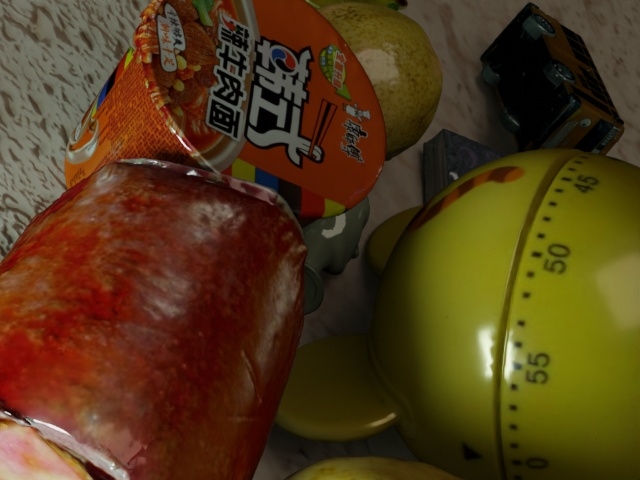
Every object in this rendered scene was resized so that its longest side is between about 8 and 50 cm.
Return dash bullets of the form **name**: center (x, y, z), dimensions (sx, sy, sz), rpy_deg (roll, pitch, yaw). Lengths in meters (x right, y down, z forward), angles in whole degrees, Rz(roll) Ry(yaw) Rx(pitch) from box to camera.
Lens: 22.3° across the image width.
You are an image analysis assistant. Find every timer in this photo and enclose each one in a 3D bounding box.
- **timer**: center (0.176, 0.085, 1.479), dimensions (0.376, 0.387, 0.376), rpy_deg (5, 90, -65)

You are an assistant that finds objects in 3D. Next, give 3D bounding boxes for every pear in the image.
- **pear**: center (0.028, -0.151, 1.603), dimensions (0.178, 0.178, 0.178), rpy_deg (22, 50, -28)

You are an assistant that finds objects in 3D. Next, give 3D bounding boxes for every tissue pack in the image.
- **tissue pack**: center (0.183, -0.043, 1.745), dimensions (0.156, 0.051, 0.112), rpy_deg (19, 54, -31)

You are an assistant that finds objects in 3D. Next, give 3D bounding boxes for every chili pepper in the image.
- **chili pepper**: center (-0.156, 0.098, 1.232), dimensions (0.251, 0.229, 0.305), rpy_deg (13, 42, 11)

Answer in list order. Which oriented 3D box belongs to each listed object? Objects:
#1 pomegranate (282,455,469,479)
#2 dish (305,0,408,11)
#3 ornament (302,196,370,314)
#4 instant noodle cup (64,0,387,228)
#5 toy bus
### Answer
- **pomegranate**: center (0.049, 0.329, 1.197), dimensions (0.332, 0.332, 0.332), rpy_deg (22, 50, -28)
- **dish**: center (-0.013, -0.267, 1.710), dimensions (0.207, 0.080, 0.149), rpy_deg (23, 45, -26)
- **ornament**: center (0.000, 0.000, 1.542), dimensions (0.081, 0.075, 0.156), rpy_deg (39, 42, -9)
- **instant noodle cup**: center (-0.097, -0.085, 1.427), dimensions (0.250, 0.192, 0.250), rpy_deg (22, 49, -28)
- **toy bus**: center (0.262, -0.163, 1.829), dimensions (0.114, 0.098, 0.201), rpy_deg (26, 31, -28)
